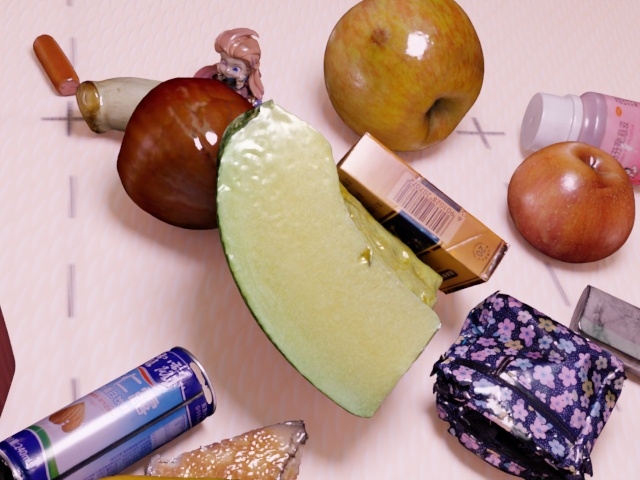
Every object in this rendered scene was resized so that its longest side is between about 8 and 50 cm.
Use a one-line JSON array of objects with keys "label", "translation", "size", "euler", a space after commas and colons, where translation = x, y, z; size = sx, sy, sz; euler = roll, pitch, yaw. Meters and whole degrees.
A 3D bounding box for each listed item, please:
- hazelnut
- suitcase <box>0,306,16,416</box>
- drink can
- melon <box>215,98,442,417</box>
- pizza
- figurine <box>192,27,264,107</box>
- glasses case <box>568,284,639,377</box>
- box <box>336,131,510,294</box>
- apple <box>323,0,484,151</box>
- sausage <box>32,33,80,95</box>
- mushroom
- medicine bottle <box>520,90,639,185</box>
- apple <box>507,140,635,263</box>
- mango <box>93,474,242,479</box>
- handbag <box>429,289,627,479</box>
[{"label": "hazelnut", "translation": [-0.151, -0.108, 1.206], "size": [0.230, 0.229, 0.229], "euler": [9, 46, -9]}, {"label": "suitcase", "translation": [-0.418, 0.115, 0.856], "size": [0.161, 0.297, 0.236], "euler": [6, 46, 0]}, {"label": "drink can", "translation": [-0.234, 0.209, 0.962], "size": [0.235, 0.097, 0.097], "euler": [-28, 61, -34]}, {"label": "melon", "translation": [0.000, 0.000, 1.067], "size": [0.343, 0.226, 0.331], "euler": [44, 38, -6]}, {"label": "pizza", "translation": [-0.085, 0.269, 0.981], "size": [0.185, 0.052, 0.195], "euler": [36, 52, 25]}, {"label": "figurine", "translation": [-0.139, -0.272, 1.417], "size": [0.126, 0.157, 0.114], "euler": [30, 25, 18]}, {"label": "glasses case", "translation": [0.503, 0.167, 1.249], "size": [0.299, 0.060, 0.114], "euler": [25, 46, 7]}, {"label": "box", "translation": [0.117, -0.030, 1.167], "size": [0.237, 0.152, 0.070], "euler": [40, 75, -4]}, {"label": "apple", "translation": [0.139, -0.270, 1.421], "size": [0.264, 0.264, 0.264], "euler": [9, 46, -9]}, {"label": "sausage", "translation": [-0.422, -0.282, 1.404], "size": [0.041, 0.039, 0.131], "euler": [-22, 56, -23]}, {"label": "mushroom", "translation": [-0.201, -0.187, 1.335], "size": [0.333, 0.107, 0.087], "euler": [9, 81, -10]}, {"label": "medicine bottle", "translation": [0.478, -0.180, 1.512], "size": [0.247, 0.147, 0.147], "euler": [11, 46, -7]}, {"label": "apple", "translation": [0.392, -0.065, 1.362], "size": [0.201, 0.162, 0.201], "euler": [7, 46, -8]}, {"label": "mango", "translation": [-0.149, 0.315, 0.837], "size": [0.255, 0.175, 0.139], "euler": [2, 1, 4]}, {"label": "handbag", "translation": [0.257, 0.192, 1.105], "size": [0.229, 0.126, 0.208], "euler": [33, 53, 14]}]
